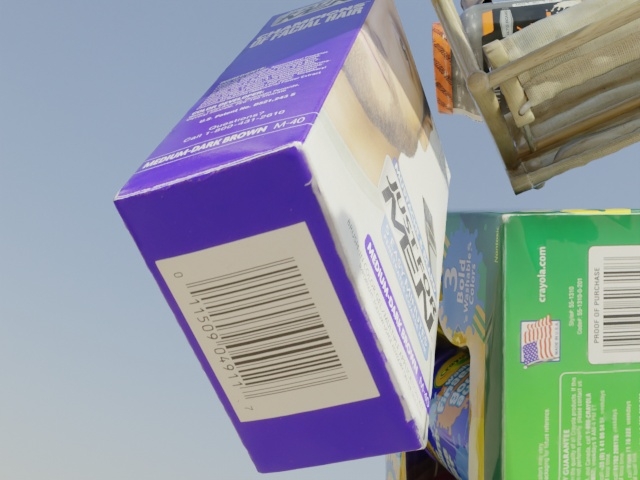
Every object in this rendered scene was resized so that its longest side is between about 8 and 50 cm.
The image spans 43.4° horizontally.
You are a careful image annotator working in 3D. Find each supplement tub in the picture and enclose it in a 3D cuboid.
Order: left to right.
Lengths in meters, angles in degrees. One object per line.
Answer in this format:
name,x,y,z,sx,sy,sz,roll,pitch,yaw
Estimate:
supplement tub,0.343,-0.291,1.293,0.316,0.193,0.193,-4,-33,11

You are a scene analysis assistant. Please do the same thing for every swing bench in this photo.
swing bench,0.265,-0.173,0.750,0.253,0.165,0.254,-24,-37,15

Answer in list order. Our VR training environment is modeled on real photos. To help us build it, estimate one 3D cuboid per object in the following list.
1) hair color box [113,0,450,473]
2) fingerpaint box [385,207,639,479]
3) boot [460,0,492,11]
hair color box,0.009,-0.037,0.536,0.110,0.338,0.185,-15,-64,17
fingerpaint box,0.180,0.188,0.813,0.163,0.444,0.371,-1,3,-10
boot,0.293,-0.437,1.500,0.042,0.118,0.087,21,-7,-16
